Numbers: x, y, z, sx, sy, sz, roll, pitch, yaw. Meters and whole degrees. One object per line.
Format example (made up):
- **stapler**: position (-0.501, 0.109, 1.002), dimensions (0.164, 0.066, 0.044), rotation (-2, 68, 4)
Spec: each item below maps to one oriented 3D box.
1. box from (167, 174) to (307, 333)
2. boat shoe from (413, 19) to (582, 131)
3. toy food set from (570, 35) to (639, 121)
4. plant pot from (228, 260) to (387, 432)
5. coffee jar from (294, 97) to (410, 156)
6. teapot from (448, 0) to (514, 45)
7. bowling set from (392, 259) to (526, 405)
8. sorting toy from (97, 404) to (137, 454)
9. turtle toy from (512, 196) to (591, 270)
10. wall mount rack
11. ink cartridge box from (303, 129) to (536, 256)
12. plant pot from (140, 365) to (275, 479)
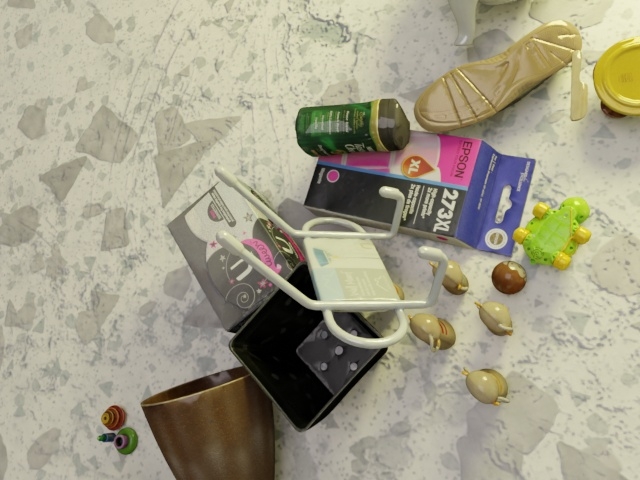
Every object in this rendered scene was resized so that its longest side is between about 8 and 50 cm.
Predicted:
- **box**: position (-0.134, 0.029, 1.054), dimensions (0.163, 0.142, 0.247), rotation (-39, 66, 9)
- **boat shoe**: position (0.294, -0.262, 0.980), dimensions (0.285, 0.092, 0.103), rotation (-30, 80, 10)
- **toy food set**: position (0.496, -0.245, 0.903), dimensions (0.218, 0.071, 0.128), rotation (-5, 79, 17)
- **plant pot**: position (0.002, 0.173, 0.947), dimensions (0.188, 0.167, 0.187), rotation (-49, 65, 5)
- **coffee jar**: position (0.057, -0.190, 0.989), dimensions (0.184, 0.096, 0.079), rotation (-1, 79, 23)
- **teapot**: position (0.320, -0.497, 0.986), dimensions (0.256, 0.187, 0.252), rotation (-20, 41, 34)
- **bowling set**: position (0.217, 0.091, 0.886), dimensions (0.287, 0.154, 0.200), rotation (40, 94, 25)
- **sorting toy**: position (-0.403, 0.372, 1.132), dimensions (0.061, 0.042, 0.102), rotation (-40, 66, 9)
- **turtle toy**: position (0.366, -0.014, 0.899), dimensions (0.095, 0.066, 0.130), rotation (39, 93, 26)
- **wall mount rack**: position (0.000, 0.000, 0.835), dimensions (0.304, 0.350, 0.130), rotation (2, 118, -12)
- **ink cartridge box**: position (0.164, -0.098, 1.010), dimensions (0.371, 0.069, 0.175), rotation (14, 82, 22)
- **plant pot**: position (-0.161, 0.347, 0.967), dimensions (0.215, 0.215, 0.230), rotation (-18, 86, 18)
